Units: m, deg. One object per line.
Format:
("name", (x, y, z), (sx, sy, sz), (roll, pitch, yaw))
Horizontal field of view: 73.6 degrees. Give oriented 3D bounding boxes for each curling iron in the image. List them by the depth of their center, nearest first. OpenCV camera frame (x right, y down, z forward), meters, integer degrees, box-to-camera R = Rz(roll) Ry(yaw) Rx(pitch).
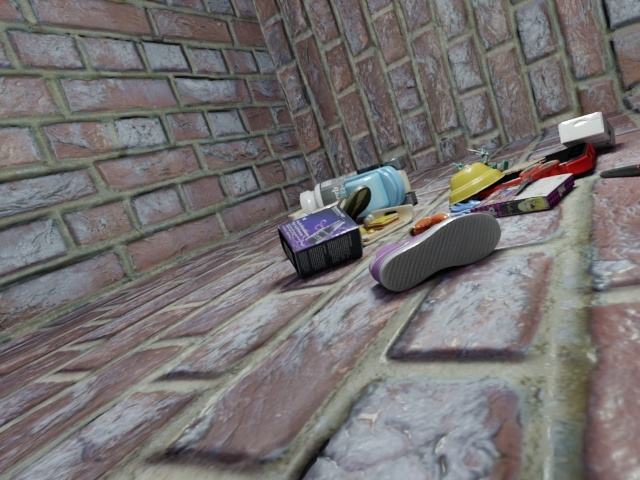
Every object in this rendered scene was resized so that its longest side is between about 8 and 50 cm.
("curling iron", (0.806, -0.177, 1.070), (0.068, 0.035, 0.274), (-19, 9, -3))

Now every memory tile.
("memory tile", (0.717, -0.260, 1.530), (0.113, 0.012, 0.148), (-26, 5, -23))

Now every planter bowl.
("planter bowl", (0.534, -0.217, 1.525), (0.217, 0.090, 0.217), (-30, 0, 0))

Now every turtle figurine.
("turtle figurine", (0.717, -0.337, 1.943), (0.175, 0.118, 0.234), (-38, 31, -19))

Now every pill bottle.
("pill bottle", (0.092, -0.224, 2.250), (0.363, 0.210, 0.210), (-17, 9, 14))

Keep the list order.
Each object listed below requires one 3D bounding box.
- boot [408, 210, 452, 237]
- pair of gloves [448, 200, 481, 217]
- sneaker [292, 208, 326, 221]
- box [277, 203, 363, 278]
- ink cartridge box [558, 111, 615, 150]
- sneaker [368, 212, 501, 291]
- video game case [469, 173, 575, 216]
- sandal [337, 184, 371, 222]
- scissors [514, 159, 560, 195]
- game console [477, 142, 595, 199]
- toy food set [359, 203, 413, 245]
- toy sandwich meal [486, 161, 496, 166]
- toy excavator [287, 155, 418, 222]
("boot", (0.311, -0.037, 1.205), (0.085, 0.059, 0.158), (-25, 2, -18))
("pair of gloves", (0.451, -0.096, 1.360), (0.198, 0.023, 0.159), (-24, 10, -31))
("sneaker", (-0.075, -0.028, 1.667), (0.182, 0.127, 0.315), (-33, 9, -30))
("box", (0.000, 0.000, 1.269), (0.207, 0.108, 0.153), (-23, 39, -14))
("ink cartridge box", (0.991, -0.391, 1.588), (0.140, 0.082, 0.191), (-11, -12, 44))
("sneaker", (0.234, 0.012, 0.930), (0.282, 0.102, 0.161), (-20, 6, -7))
("video game case", (0.572, -0.124, 1.211), (0.210, 0.041, 0.232), (-9, 13, 47))
("sandal", (0.097, -0.116, 1.629), (0.120, 0.086, 0.302), (-26, -17, -27))
("scissors", (0.605, -0.177, 1.266), (0.297, 0.021, 0.109), (-32, 13, -32))
("game console", (0.766, -0.241, 1.508), (0.342, 0.060, 0.387), (-19, 6, 38))
("toy food set", (0.155, -0.058, 1.511), (0.306, 0.092, 0.220), (-26, 11, -35))
("toy sandwich meal", (0.788, -0.346, 2.011), (0.086, 0.029, 0.085), (0, -29, 0))
("toy excavator", (0.130, -0.178, 1.863), (0.445, 0.222, 0.433), (-27, 11, -40))
